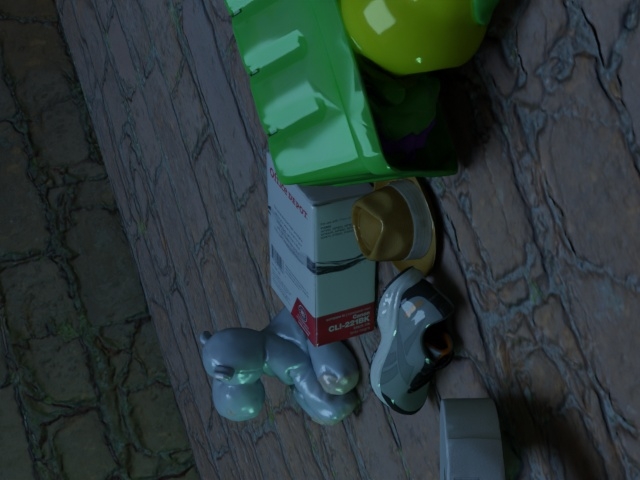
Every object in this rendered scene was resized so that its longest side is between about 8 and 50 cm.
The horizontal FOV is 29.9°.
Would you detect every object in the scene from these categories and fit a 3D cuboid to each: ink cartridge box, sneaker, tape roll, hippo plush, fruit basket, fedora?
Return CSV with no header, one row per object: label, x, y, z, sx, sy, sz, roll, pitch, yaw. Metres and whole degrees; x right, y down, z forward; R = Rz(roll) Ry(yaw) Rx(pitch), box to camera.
ink cartridge box,0.000,0.000,1.940,0.197,0.114,0.273,-129,31,-50
sneaker,0.138,0.165,1.723,0.108,0.100,0.271,34,144,31
tape roll,0.194,0.393,1.529,0.392,0.072,0.392,-1,-90,-86
hippo plush,-0.080,0.222,2.121,0.234,0.236,0.294,-136,37,-55
fruit basket,0.086,-0.260,1.452,0.392,0.283,0.392,1,92,27
fedora,0.097,-0.023,1.725,0.194,0.079,0.194,166,90,-69
